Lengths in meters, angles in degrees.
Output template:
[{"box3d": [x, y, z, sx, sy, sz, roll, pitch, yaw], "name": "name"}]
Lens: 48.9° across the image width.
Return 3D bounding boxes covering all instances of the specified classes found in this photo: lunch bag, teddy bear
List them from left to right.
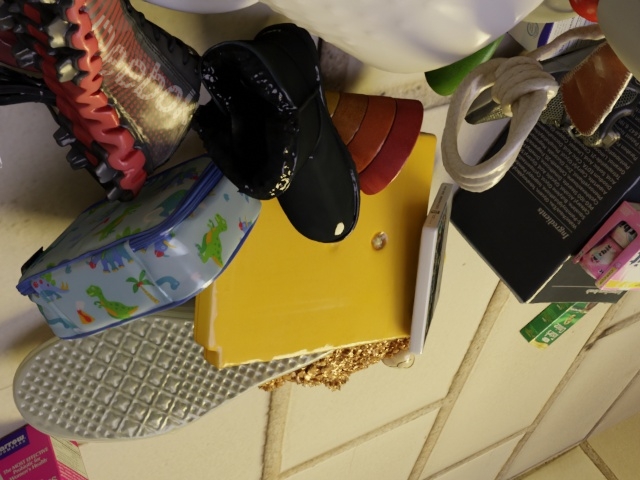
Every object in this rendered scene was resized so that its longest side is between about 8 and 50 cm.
[{"box3d": [-0.174, 0.001, 0.688, 0.219, 0.176, 0.090, -19, 114, 30], "name": "lunch bag"}, {"box3d": [0.043, 0.183, 1.177, 0.338, 0.113, 0.245, 8, 130, -44], "name": "teddy bear"}]

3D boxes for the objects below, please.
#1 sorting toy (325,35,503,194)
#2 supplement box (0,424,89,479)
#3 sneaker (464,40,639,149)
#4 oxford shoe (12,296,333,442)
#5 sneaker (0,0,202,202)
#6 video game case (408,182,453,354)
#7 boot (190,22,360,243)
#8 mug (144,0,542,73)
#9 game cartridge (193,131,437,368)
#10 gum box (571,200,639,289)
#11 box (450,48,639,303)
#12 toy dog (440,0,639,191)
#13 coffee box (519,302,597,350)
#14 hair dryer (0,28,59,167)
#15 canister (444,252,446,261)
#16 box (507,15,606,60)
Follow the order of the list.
[{"box3d": [0.093, -0.210, 0.708, 0.126, 0.127, 0.365, 25, 126, -17], "name": "sorting toy"}, {"box3d": [-0.378, 0.375, 0.963, 0.111, 0.220, 0.114, -30, 144, -8], "name": "supplement box"}, {"box3d": [0.299, -0.164, 0.903, 0.227, 0.130, 0.087, -15, -177, 21], "name": "sneaker"}, {"box3d": [-0.170, 0.146, 0.942, 0.449, 0.130, 0.169, -16, 99, -23], "name": "oxford shoe"}, {"box3d": [-0.163, -0.150, 0.562, 0.135, 0.097, 0.276, -42, 157, -21], "name": "sneaker"}, {"box3d": [0.155, 0.035, 0.984, 0.173, 0.022, 0.190, -54, 151, -61], "name": "video game case"}, {"box3d": [-0.035, -0.075, 0.662, 0.094, 0.207, 0.246, -8, 112, 15], "name": "boot"}, {"box3d": [-0.046, -0.280, 0.452, 0.328, 0.276, 0.374, 21, 148, -38], "name": "mug"}, {"box3d": [0.000, 0.000, 0.871, 0.323, 0.052, 0.285, -2, 104, -36], "name": "game cartridge"}, {"box3d": [0.441, 0.011, 0.970, 0.188, 0.062, 0.107, 4, 130, -42], "name": "gum box"}, {"box3d": [0.441, -0.109, 1.067, 0.293, 0.212, 0.395, 5, 129, -43], "name": "box"}, {"box3d": [0.201, -0.172, 0.513, 0.161, 0.334, 0.220, 24, 138, -32], "name": "toy dog"}, {"box3d": [0.567, 0.181, 1.663, 0.184, 0.040, 0.113, -44, 144, 13], "name": "coffee box"}, {"box3d": [-0.274, -0.168, 0.557, 0.223, 0.080, 0.293, -37, 154, -29], "name": "hair dryer"}, {"box3d": [0.106, 0.029, 1.077, 0.126, 0.073, 0.170, -49, 144, 17], "name": "canister"}, {"box3d": [0.314, -0.302, 0.855, 0.137, 0.072, 0.126, -20, 143, -21], "name": "box"}]
